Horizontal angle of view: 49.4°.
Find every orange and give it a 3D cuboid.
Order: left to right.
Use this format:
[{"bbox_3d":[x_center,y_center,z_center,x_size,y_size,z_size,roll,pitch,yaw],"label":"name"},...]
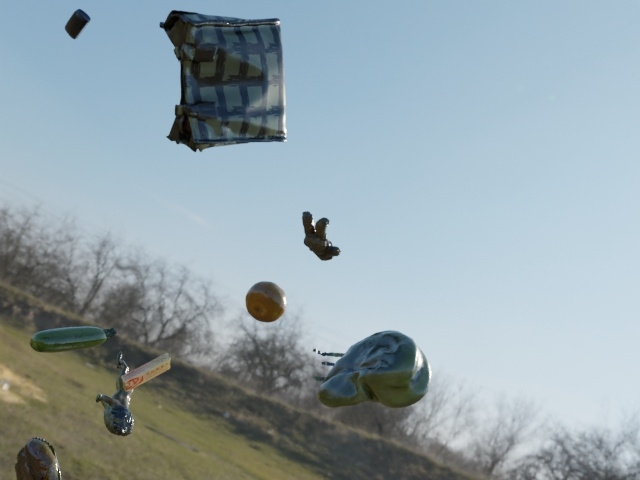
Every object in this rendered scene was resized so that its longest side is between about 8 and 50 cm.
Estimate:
[{"bbox_3d":[-0.192,0.216,2.486,0.154,0.134,0.155,13,-57,21],"label":"orange"}]

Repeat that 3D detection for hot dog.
[{"bbox_3d":[-0.806,0.702,1.984,0.162,0.270,0.082,-29,-20,25],"label":"hot dog"}]

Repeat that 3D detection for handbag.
[{"bbox_3d":[-0.232,-0.391,1.726,0.162,0.325,0.327,6,15,35],"label":"handbag"}]

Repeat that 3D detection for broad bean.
[{"bbox_3d":[0.080,0.206,1.102,0.206,0.153,0.072,-8,-59,45],"label":"broad bean"}]

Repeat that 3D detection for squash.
[{"bbox_3d":[-0.689,0.274,1.932,0.066,0.066,0.252,13,7,39],"label":"squash"}]

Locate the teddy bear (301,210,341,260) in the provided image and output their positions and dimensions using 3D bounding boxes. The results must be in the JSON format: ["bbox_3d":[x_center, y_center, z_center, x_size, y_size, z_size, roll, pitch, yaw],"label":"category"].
[{"bbox_3d":[-0.005,0.005,1.862,0.119,0.078,0.160,17,-33,33],"label":"teddy bear"}]

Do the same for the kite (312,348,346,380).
[{"bbox_3d":[0.125,0.380,1.959,0.309,0.169,0.015,9,-44,-25],"label":"kite"}]

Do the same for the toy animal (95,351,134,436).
[{"bbox_3d":[-0.450,0.333,1.518,0.086,0.220,0.069,13,-46,-24],"label":"toy animal"}]

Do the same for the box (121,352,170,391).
[{"bbox_3d":[-0.322,0.245,1.288,0.015,0.093,0.058,54,-26,20],"label":"box"}]

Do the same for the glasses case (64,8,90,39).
[{"bbox_3d":[-0.498,-0.439,1.416,0.033,0.023,0.083,42,-37,-21],"label":"glasses case"}]
